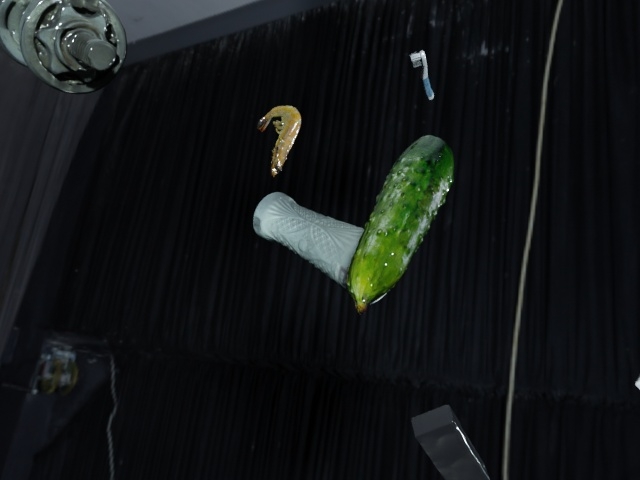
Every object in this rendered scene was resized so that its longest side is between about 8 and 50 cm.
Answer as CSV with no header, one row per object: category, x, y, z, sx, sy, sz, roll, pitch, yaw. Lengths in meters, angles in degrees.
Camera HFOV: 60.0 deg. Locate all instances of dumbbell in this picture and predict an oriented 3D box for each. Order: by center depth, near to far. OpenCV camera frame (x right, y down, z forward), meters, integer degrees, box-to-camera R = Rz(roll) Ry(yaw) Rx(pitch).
dumbbell,-0.225,-0.177,0.473,0.082,0.081,0.254,25,-174,-45

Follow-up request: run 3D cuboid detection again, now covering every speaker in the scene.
speaker,0.256,0.409,1.080,0.082,0.044,0.218,-27,122,12

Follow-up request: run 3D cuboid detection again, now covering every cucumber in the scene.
cucumber,0.079,-0.023,0.542,0.069,0.227,0.069,21,146,15

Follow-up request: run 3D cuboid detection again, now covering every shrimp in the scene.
shrimp,-0.116,-0.252,1.370,0.124,0.178,0.034,24,-173,29

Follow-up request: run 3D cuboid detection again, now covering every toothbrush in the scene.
toothbrush,0.184,-0.290,0.996,0.025,0.019,0.276,-15,177,14

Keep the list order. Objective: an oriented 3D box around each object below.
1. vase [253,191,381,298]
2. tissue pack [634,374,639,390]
vase,0.000,0.000,0.769,0.219,0.096,0.096,27,178,38
tissue pack,0.504,0.114,0.547,0.071,0.170,0.325,52,155,-6
